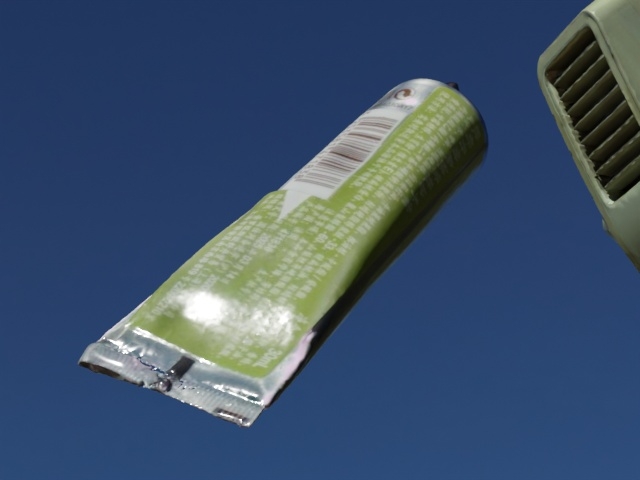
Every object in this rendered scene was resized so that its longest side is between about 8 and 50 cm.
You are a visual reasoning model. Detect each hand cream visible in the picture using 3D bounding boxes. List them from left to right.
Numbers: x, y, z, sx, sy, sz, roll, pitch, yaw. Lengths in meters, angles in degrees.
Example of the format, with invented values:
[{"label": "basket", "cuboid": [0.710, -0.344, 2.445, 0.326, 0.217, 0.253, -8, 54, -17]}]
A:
[{"label": "hand cream", "cuboid": [0.000, 0.000, 0.827, 0.086, 0.235, 0.055, 16, -48, 30]}]

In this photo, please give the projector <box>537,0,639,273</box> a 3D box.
[{"label": "projector", "cuboid": [0.212, -0.004, 0.765, 0.193, 0.269, 0.088, -39, -5, -30]}]
